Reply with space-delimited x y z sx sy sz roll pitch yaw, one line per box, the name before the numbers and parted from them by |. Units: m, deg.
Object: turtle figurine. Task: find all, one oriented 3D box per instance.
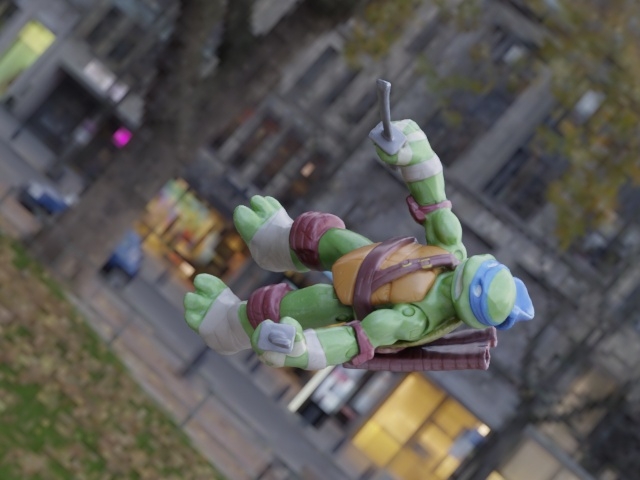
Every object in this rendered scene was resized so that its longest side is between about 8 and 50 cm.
turtle figurine | 0.000 0.000 1.317 0.274 0.198 0.266 10 -10 -42
